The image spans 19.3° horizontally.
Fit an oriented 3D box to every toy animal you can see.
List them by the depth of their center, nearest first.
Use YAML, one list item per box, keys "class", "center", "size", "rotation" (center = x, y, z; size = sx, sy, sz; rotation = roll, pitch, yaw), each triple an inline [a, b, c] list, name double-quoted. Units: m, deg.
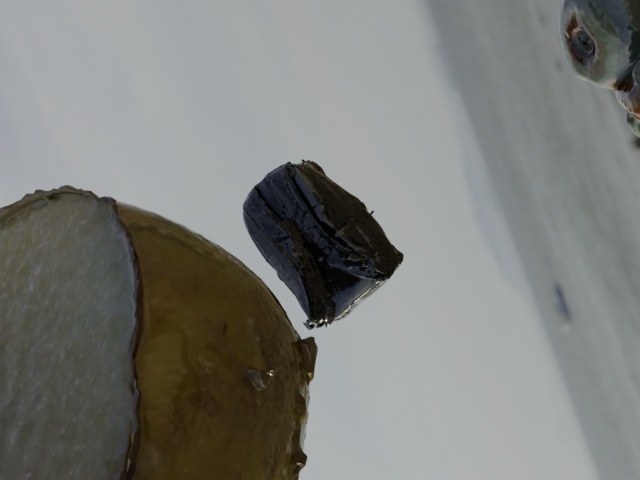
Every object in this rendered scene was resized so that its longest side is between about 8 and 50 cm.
- class: "toy animal"
  center: [0.219, -0.135, 1.207]
  size: [0.251, 0.125, 0.127]
  rotation: [43, -175, 22]

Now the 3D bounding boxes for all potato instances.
- class: "potato"
  center: [-0.162, 0.209, 1.490]
  size: [0.319, 0.442, 0.385]
  rotation: [24, -167, -41]

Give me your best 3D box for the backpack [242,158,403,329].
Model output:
- class: "backpack"
  center: [0.002, -0.003, 1.931]
  size: [0.165, 0.120, 0.106]
  rotation: [58, -158, 12]
